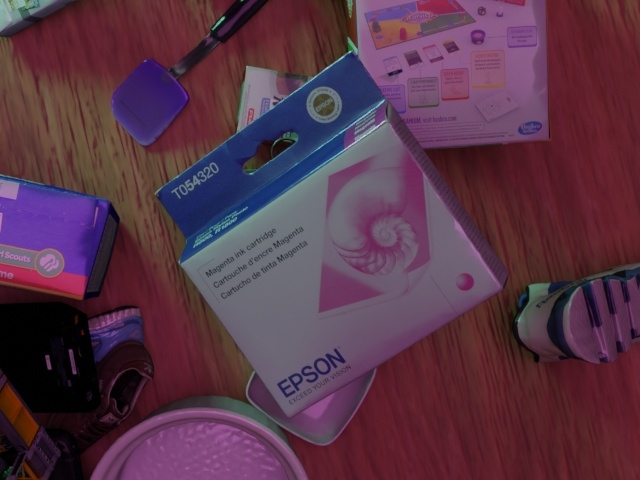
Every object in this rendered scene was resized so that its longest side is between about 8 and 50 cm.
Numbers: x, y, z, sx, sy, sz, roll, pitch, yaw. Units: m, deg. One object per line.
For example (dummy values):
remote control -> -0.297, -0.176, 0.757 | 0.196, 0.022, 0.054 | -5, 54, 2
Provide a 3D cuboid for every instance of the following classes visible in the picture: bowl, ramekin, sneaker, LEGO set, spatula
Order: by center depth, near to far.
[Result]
LEGO set -> -0.470, 0.266, 1.356 | 0.331, 0.255, 0.192 | -15, 118, 27
ramekin -> -0.142, 0.324, 1.471 | 0.277, 0.135, 0.277 | 0, 97, 0
sneaker -> -0.277, 0.210, 1.491 | 0.066, 0.071, 0.188 | 32, 98, -35
sneaker -> -0.298, 0.138, 1.517 | 0.162, 0.063, 0.073 | -18, 93, -8
bowl -> -0.014, 0.181, 1.557 | 0.142, 0.053, 0.142 | 34, 83, -5
spatula -> -0.154, -0.253, 1.569 | 0.084, 0.030, 0.296 | 44, 83, -1
sneaker -> 0.366, 0.088, 1.579 | 0.315, 0.182, 0.128 | -8, 90, -37

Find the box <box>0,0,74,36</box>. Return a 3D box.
box -> -0.358, -0.362, 1.510 | 0.186, 0.038, 0.145 | -25, 91, 17

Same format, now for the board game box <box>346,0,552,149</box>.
board game box -> 0.153, -0.271, 1.447 | 0.242, 0.064, 0.317 | -4, 100, -8

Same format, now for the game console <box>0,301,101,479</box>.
game console -> -0.364, 0.253, 1.482 | 0.213, 0.044, 0.362 | -3, 101, 21

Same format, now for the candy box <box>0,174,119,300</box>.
candy box -> -0.378, -0.012, 1.384 | 0.268, 0.317, 0.122 | 13, 86, -6

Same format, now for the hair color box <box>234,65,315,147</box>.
hair color box -> -0.024, -0.167, 1.572 | 0.167, 0.053, 0.093 | 8, 86, -8

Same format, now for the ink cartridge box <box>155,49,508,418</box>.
ink cartridge box -> 0.000, 0.000, 1.435 | 0.324, 0.071, 0.330 | -34, 95, 21

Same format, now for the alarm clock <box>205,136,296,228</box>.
alarm clock -> -0.078, -0.045, 1.544 | 0.129, 0.064, 0.192 | 27, 93, -14
